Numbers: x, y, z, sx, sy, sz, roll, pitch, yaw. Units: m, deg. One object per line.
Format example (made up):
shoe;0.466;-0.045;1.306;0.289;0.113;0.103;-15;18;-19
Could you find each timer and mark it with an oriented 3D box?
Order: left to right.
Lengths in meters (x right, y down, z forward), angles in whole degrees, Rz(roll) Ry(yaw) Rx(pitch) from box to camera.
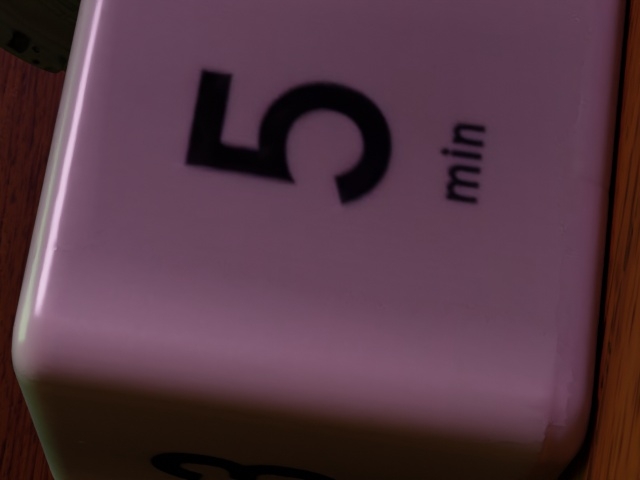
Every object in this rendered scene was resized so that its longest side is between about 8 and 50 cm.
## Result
timer;0.000;0.000;0.702;0.192;0.195;0.194;98;-179;-69

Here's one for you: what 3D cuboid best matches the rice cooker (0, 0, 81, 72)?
rice cooker;-0.016;-0.250;0.796;0.335;0.335;0.325;99;180;-68
